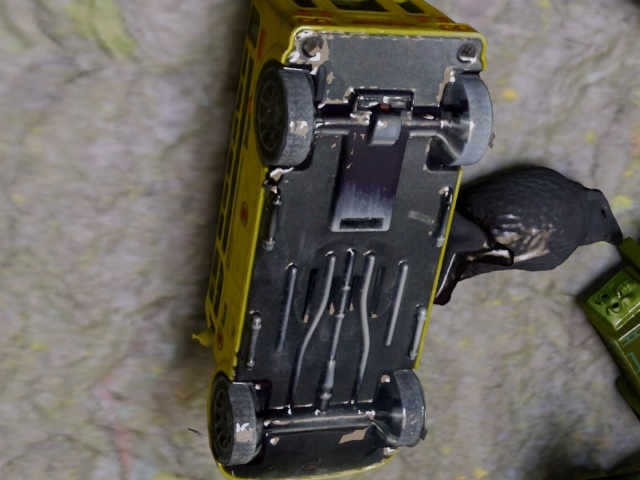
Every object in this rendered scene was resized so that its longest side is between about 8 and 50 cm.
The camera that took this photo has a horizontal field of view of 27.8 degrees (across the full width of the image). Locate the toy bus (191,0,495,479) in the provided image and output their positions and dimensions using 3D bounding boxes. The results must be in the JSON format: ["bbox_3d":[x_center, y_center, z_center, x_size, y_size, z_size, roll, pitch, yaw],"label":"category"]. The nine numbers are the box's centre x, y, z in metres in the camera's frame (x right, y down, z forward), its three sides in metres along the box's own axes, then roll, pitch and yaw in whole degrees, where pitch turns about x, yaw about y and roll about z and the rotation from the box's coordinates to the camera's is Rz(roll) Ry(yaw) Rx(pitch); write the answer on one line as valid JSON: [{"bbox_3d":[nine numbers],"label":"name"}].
[{"bbox_3d":[0.000,0.000,0.862,0.144,0.152,0.330,-1,119,-22],"label":"toy bus"}]

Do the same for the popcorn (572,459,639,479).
[{"bbox_3d":[0.323,0.310,1.174,0.293,0.293,0.237,-10,82,-24],"label":"popcorn"}]

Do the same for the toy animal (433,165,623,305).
[{"bbox_3d":[0.138,0.001,0.981,0.210,0.121,0.117,8,134,-40],"label":"toy animal"}]

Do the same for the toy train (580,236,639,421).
[{"bbox_3d":[0.311,0.079,1.130,0.137,0.090,0.225,-37,131,2],"label":"toy train"}]
